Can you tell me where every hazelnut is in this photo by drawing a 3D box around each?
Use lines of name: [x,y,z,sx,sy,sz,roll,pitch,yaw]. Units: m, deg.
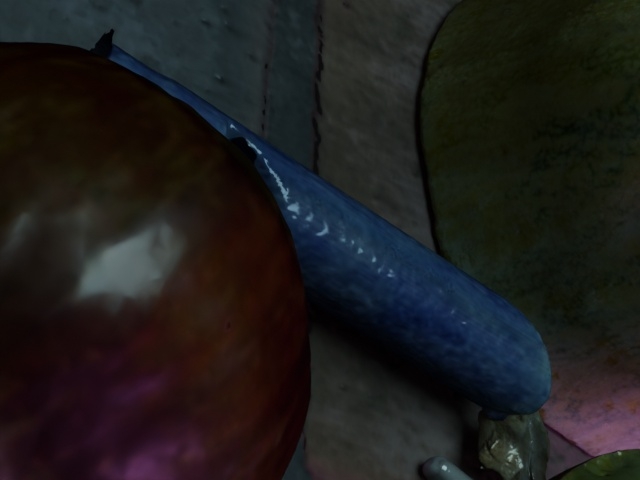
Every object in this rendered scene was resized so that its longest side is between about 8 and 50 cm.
hazelnut: [-0.108,0.036,0.605,0.234,0.218,0.218,50,47,-10]

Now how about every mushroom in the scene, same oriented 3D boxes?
mushroom: [0.107,0.114,0.881,0.049,0.019,0.101,32,39,-26]

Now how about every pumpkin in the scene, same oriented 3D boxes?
pumpkin: [0.238,-0.046,0.966,0.332,0.199,0.332,17,59,-32]

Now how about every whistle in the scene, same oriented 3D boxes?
whistle: [0.000,0.000,0.820,0.304,0.062,0.062,33,52,-24]

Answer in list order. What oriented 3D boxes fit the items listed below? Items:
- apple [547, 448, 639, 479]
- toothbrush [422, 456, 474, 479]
apple: [0.153,0.213,0.790,0.207,0.174,0.188,53,26,-7]
toothbrush: [0.150,0.193,0.900,0.257,0.018,0.024,39,56,-22]
